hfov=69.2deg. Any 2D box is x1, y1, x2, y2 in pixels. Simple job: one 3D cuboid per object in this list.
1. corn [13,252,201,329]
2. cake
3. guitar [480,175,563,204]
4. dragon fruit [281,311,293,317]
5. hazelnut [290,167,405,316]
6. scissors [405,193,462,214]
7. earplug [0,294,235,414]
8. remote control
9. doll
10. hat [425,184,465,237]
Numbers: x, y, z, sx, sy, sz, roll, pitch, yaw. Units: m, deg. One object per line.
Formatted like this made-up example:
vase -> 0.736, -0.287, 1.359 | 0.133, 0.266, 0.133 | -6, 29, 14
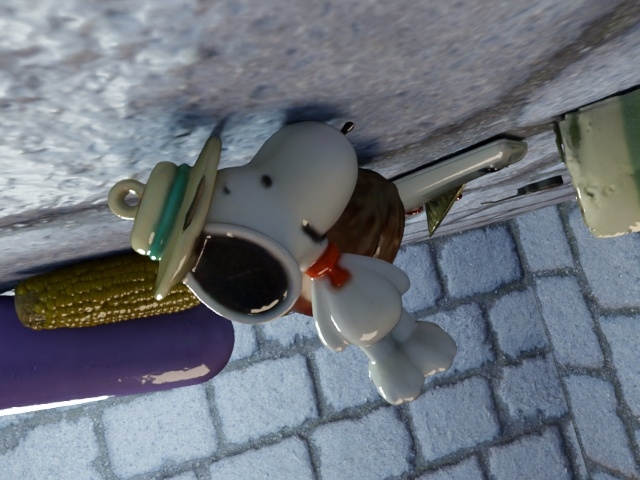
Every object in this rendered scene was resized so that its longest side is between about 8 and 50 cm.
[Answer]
corn -> -0.326, 0.077, 0.784 | 0.322, 0.119, 0.119 | -7, 172, -22
cake -> 0.458, -0.108, 0.662 | 0.158, 0.172, 0.284 | -16, 177, 37
guitar -> 0.593, -0.143, 1.374 | 0.233, 0.025, 0.088 | -16, 175, 22
dragon fruit -> -0.150, 0.164, 1.653 | 0.268, 0.130, 0.295 | 17, -149, 30
hazelnut -> 0.001, 0.003, 0.549 | 0.181, 0.181, 0.212 | 9, 179, 36
scissors -> 0.233, -0.089, 1.054 | 0.144, 0.017, 0.248 | -18, 172, 25
earplug -> -0.391, 0.197, 0.862 | 0.456, 0.215, 0.215 | -2, 172, -11
remote control -> 0.168, -0.081, 0.749 | 0.313, 0.055, 0.109 | -20, 172, 41
doll -> -0.018, 0.036, 0.386 | 0.208, 0.271, 0.144 | -27, -166, -10
hat -> 0.215, -0.083, 0.857 | 0.146, 0.067, 0.146 | -52, 167, -17
